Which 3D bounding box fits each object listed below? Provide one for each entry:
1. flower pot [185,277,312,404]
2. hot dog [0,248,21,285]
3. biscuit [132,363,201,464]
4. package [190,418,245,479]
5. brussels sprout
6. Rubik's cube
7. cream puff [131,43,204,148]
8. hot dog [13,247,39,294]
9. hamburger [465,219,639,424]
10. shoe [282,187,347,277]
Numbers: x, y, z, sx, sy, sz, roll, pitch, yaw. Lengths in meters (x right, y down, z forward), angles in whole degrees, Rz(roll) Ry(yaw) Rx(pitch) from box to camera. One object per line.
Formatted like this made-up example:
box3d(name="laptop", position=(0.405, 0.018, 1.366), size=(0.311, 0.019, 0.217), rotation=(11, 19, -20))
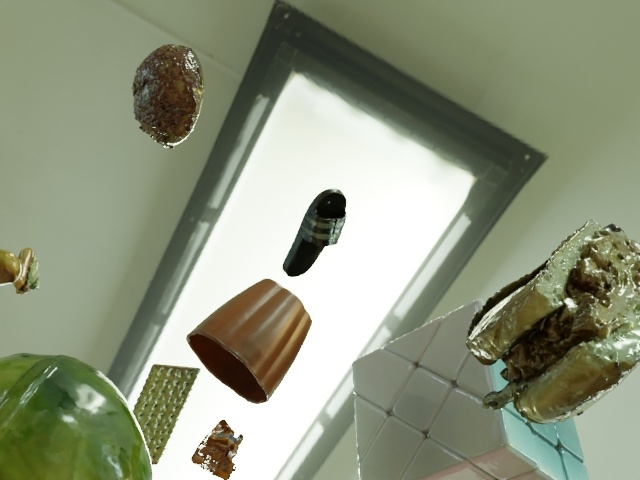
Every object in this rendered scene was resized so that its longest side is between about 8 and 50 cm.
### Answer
box3d(name="flower pot", position=(-0.112, 0.171, 1.630), size=(0.190, 0.173, 0.191), rotation=(34, -27, 20))
box3d(name="hot dog", position=(-0.556, 0.044, 1.429), size=(0.215, 0.047, 0.066), rotation=(-10, -63, 24))
box3d(name="biscuit", position=(-0.338, 0.360, 1.879), size=(0.016, 0.139, 0.231), rotation=(28, -82, 38))
box3d(name="package", position=(-0.174, 0.370, 1.624), size=(0.077, 0.111, 0.033), rotation=(46, -54, -9))
box3d(name="brussels sprout", position=(-0.437, 0.344, 1.342), size=(0.361, 0.342, 0.425), rotation=(-54, -132, 10))
box3d(name="Rubik's cube", position=(0.278, 0.359, 1.733), size=(0.318, 0.322, 0.316), rotation=(-31, -50, 28))
box3d(name="cream puff", position=(-0.220, -0.205, 1.286), size=(0.084, 0.149, 0.149), rotation=(8, -54, -25))
box3d(name="hot dog", position=(-0.584, 0.063, 1.831), size=(0.041, 0.133, 0.056), rotation=(-7, -53, -2))
box3d(name="hamburger", position=(0.353, 0.121, 1.332), size=(0.195, 0.318, 0.277), rotation=(46, -41, 8))
box3d(name="shoe", position=(0.000, 0.000, 1.424), size=(0.049, 0.071, 0.179), rotation=(52, -52, 33))
